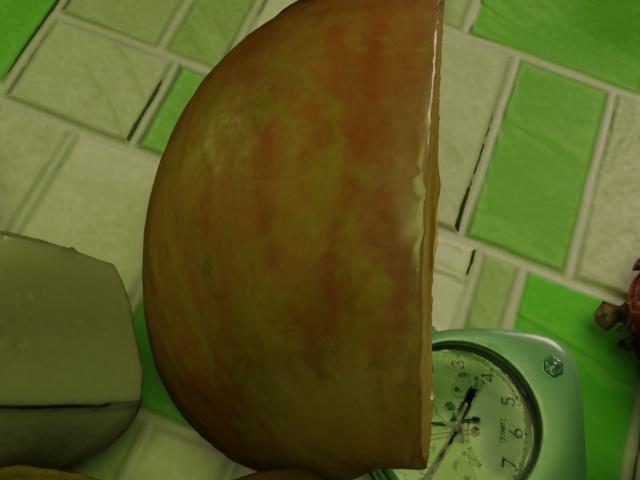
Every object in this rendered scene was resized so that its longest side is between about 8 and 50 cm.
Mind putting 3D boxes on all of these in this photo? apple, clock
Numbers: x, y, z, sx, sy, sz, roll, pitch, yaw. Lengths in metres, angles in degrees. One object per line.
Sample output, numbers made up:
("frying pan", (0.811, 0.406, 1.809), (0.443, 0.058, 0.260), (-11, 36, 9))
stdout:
("apple", (0.000, 0.000, 0.535), (0.252, 0.314, 0.309), (36, 48, -24))
("clock", (0.100, 0.146, 0.588), (0.210, 0.066, 0.159), (9, 66, -2))

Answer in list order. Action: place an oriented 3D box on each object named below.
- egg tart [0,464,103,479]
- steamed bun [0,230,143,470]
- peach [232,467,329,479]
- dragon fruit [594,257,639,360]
("egg tart", (-0.188, 0.303, 0.457), (0.318, 0.128, 0.319), (1, 68, -4))
("steamed bun", (-0.258, 0.085, 0.502), (0.241, 0.164, 0.146), (13, 50, -43))
("peach", (-0.018, 0.218, 0.411), (0.179, 0.103, 0.179), (26, 42, -26))
("dragon fruit", (0.341, 0.040, 0.597), (0.147, 0.211, 0.282), (35, 41, 2))
